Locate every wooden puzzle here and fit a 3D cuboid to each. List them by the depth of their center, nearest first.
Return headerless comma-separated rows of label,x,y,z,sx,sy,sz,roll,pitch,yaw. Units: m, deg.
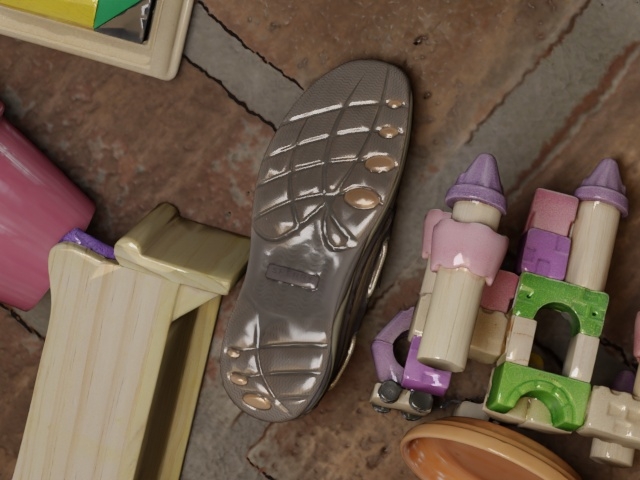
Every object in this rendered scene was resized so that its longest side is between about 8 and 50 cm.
wooden puzzle,-0.229,-0.287,1.620,0.239,0.044,0.221,17,107,9

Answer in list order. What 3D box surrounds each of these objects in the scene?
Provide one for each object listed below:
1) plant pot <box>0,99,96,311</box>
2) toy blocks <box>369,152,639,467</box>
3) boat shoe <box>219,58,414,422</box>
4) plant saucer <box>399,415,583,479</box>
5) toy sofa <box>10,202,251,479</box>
plant pot,-0.330,-0.031,1.642,0.180,0.201,0.201,33,110,-13
toy blocks,0.218,0.040,1.531,0.288,0.309,0.260,15,74,-2
boat shoe,0.000,0.000,1.594,0.132,0.130,0.355,20,86,14
plant saucer,0.172,0.222,1.575,0.200,0.200,0.037,27,67,6
toy sofa,-0.191,0.151,1.664,0.177,0.150,0.362,16,107,7
